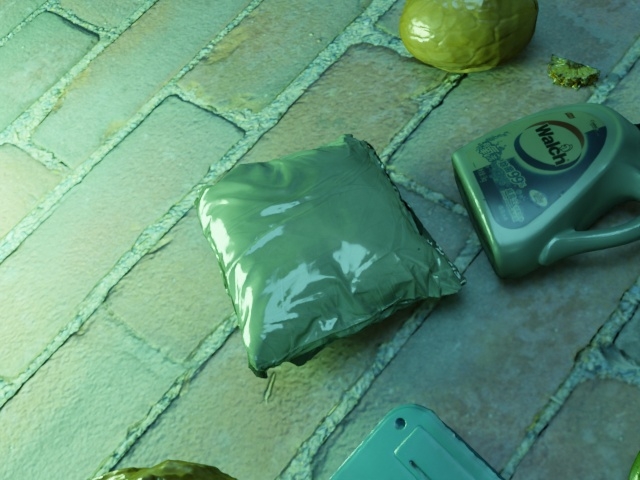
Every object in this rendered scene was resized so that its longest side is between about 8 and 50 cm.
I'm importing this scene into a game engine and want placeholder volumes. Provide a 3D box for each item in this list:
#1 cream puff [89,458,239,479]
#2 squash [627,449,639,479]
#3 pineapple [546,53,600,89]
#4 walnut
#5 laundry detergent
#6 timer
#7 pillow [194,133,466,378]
[{"bbox_3d":[-0.161,0.376,0.790,0.343,0.231,0.327,-43,89,3],"label":"cream puff"},{"bbox_3d":[0.386,0.197,0.909,0.066,0.066,0.201,35,71,33],"label":"squash"},{"bbox_3d":[0.357,-0.239,1.256,0.083,0.019,0.045,29,62,32],"label":"pineapple"},{"bbox_3d":[0.213,-0.322,1.274,0.206,0.159,0.159,2,56,26],"label":"walnut"},{"bbox_3d":[0.324,-0.075,1.097,0.280,0.105,0.215,-17,52,2],"label":"laundry detergent"},{"bbox_3d":[0.098,0.330,0.914,0.250,0.091,0.232,-45,56,-2],"label":"timer"},{"bbox_3d":[0.000,0.000,1.122,0.283,0.138,0.310,-19,54,-8],"label":"pillow"}]
